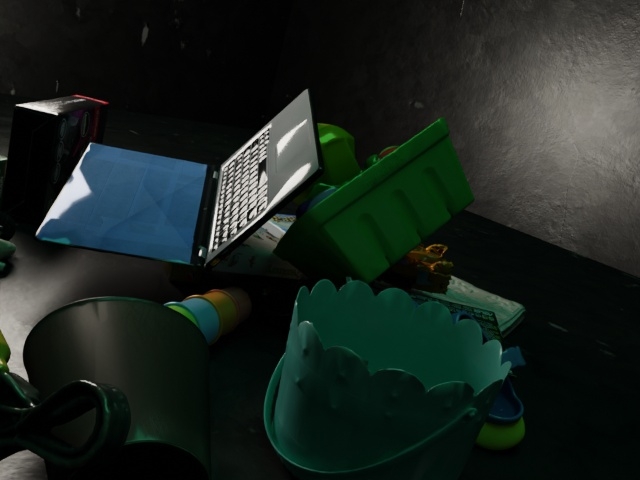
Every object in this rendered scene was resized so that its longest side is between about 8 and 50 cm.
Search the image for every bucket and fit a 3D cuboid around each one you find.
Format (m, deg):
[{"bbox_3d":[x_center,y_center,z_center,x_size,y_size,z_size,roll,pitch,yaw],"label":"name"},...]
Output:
[{"bbox_3d":[0.072,0.182,0.808,0.281,0.183,0.281,14,14,-3],"label":"bucket"}]

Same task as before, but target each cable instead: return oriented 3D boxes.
[{"bbox_3d":[-0.271,0.152,0.560,0.287,0.139,0.072,6,-20,47],"label":"cable"}]

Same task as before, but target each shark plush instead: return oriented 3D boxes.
[{"bbox_3d":[-0.572,0.029,1.059,0.161,0.073,0.067,-21,13,-32],"label":"shark plush"}]

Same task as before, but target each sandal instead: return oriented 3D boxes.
[{"bbox_3d":[0.202,0.162,1.011,0.126,0.138,0.317,-10,34,-36],"label":"sandal"}]

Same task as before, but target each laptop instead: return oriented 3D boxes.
[{"bbox_3d":[-0.228,-0.148,1.164,0.236,0.408,0.382,43,20,-26],"label":"laptop"}]

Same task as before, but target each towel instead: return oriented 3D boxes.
[{"bbox_3d":[0.260,0.128,1.462,0.331,0.053,0.317,23,16,26],"label":"towel"}]

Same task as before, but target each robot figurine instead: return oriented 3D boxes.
[{"bbox_3d":[0.130,0.029,1.414,0.291,0.085,0.211,15,20,-2],"label":"robot figurine"}]

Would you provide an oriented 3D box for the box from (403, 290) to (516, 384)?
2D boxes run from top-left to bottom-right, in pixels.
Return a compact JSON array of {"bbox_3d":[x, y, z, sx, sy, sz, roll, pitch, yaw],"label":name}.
[{"bbox_3d":[0.237,0.176,1.184,0.190,0.045,0.184,13,33,-7],"label":"box"}]

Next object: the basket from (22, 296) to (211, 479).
[{"bbox_3d":[-0.191,0.175,0.648,0.204,0.154,0.227,13,18,-24],"label":"basket"}]

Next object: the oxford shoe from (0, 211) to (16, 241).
[{"bbox_3d":[-0.637,-0.034,1.111,0.227,0.083,0.096,5,13,-38],"label":"oxford shoe"}]

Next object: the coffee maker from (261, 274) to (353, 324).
[{"bbox_3d":[-0.004,0.141,1.068,0.171,0.120,0.178,-12,16,-3],"label":"coffee maker"}]

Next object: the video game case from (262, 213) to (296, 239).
[{"bbox_3d":[0.000,0.000,1.662,0.269,0.061,0.244,3,18,-38],"label":"video game case"}]

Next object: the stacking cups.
[{"bbox_3d":[-0.192,0.132,0.956,0.096,0.096,0.316,20,10,17],"label":"stacking cups"}]

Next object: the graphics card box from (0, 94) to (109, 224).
[{"bbox_3d":[-0.577,-0.193,1.465,0.094,0.233,0.371,14,14,-5],"label":"graphics card box"}]

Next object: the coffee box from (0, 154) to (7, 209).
[{"bbox_3d":[-0.668,-0.102,1.270,0.040,0.113,0.184,15,13,3],"label":"coffee box"}]

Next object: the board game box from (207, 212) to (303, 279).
[{"bbox_3d":[-0.175,0.002,1.328,0.193,0.053,0.305,34,10,28],"label":"board game box"}]

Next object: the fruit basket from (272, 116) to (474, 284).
[{"bbox_3d":[0.049,-0.115,1.275,0.392,0.392,0.283,11,-18,-13],"label":"fruit basket"}]

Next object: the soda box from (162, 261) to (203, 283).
[{"bbox_3d":[-0.277,0.023,1.301,0.061,0.058,0.181,9,15,-24],"label":"soda box"}]

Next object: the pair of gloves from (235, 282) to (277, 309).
[{"bbox_3d":[-0.123,0.098,1.159,0.083,0.074,0.010,8,53,-22],"label":"pair of gloves"}]
